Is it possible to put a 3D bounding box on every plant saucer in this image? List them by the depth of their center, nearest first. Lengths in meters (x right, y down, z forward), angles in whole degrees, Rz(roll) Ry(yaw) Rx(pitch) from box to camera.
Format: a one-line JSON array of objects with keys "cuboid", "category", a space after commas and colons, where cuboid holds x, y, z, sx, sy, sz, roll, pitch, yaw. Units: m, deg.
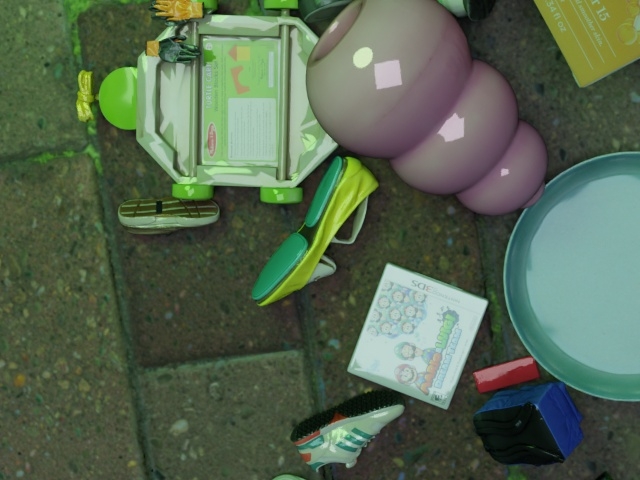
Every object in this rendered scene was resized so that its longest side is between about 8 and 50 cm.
[{"cuboid": [0.393, 0.045, 1.507, 0.318, 0.044, 0.317, 1, 96, 7], "category": "plant saucer"}]

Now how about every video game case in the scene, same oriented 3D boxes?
[{"cuboid": [0.128, 0.126, 1.561, 0.143, 0.019, 0.157, 21, 98, 5], "category": "video game case"}]

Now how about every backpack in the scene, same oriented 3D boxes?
[{"cuboid": [0.266, 0.235, 1.514, 0.120, 0.101, 0.098, -21, 97, 44], "category": "backpack"}]

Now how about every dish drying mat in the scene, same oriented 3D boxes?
[{"cuboid": [0.245, 0.176, 1.556, 0.083, 0.008, 0.032, -17, 94, 8], "category": "dish drying mat"}]

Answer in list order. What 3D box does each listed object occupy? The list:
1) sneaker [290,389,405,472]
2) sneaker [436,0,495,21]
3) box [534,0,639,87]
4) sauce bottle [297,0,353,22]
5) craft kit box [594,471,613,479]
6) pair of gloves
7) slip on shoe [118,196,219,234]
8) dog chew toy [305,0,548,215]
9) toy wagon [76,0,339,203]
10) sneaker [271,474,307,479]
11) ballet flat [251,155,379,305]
[{"cuboid": [0.045, 0.257, 1.574, 0.161, 0.057, 0.075, -23, 109, 8], "category": "sneaker"}, {"cuboid": [0.085, -0.455, 1.437, 0.182, 0.158, 0.410, -8, 103, 25], "category": "sneaker"}, {"cuboid": [0.410, -0.352, 1.321, 0.345, 0.168, 0.215, -28, 92, 43], "category": "box"}, {"cuboid": [-0.047, -0.441, 1.465, 0.111, 0.111, 0.344, -18, 87, 9], "category": "sauce bottle"}, {"cuboid": [0.361, 0.475, 1.549, 0.250, 0.061, 0.246, -41, 87, 9], "category": "craft kit box"}, {"cuboid": [-0.185, -0.267, 1.498, 0.074, 0.010, 0.083, 6, 97, 7], "category": "pair of gloves"}, {"cuboid": [-0.201, -0.029, 1.579, 0.135, 0.051, 0.041, -4, 135, 0], "category": "slip on shoe"}, {"cuboid": [0.144, -0.151, 1.438, 0.332, 0.206, 0.206, 37, 100, -17], "category": "dog chew toy"}, {"cuboid": [-0.144, -0.186, 1.541, 0.344, 0.068, 0.267, 2, 96, 8], "category": "toy wagon"}, {"cuboid": [0.023, 0.392, 1.552, 0.232, 0.115, 0.090, 18, 98, 5], "category": "sneaker"}, {"cuboid": [0.000, 0.000, 1.542, 0.077, 0.077, 0.231, 29, 98, -22], "category": "ballet flat"}]
